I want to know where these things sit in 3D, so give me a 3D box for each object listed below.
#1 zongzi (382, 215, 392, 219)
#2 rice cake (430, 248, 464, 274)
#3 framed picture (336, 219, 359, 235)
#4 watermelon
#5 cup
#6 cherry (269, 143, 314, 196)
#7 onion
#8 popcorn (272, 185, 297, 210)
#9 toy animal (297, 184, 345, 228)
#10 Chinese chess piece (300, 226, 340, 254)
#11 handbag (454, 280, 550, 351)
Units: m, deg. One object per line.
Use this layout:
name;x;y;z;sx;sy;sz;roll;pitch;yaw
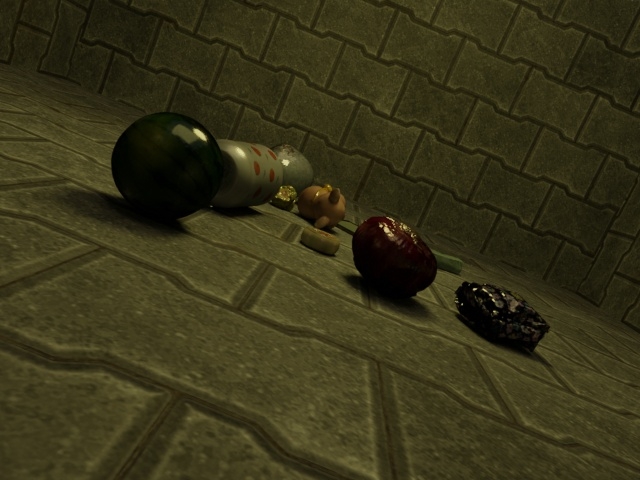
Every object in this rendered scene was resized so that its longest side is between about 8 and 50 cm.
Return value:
zongzi;0.357;-0.031;2.525;0.184;0.084;0.187;33;17;0
rice cake;0.466;0.071;2.232;0.337;0.066;0.063;17;12;-28
framed picture;0.181;-0.029;2.272;0.347;0.016;0.265;29;11;32
watermelon;-0.340;-0.166;1.194;0.243;0.242;0.242;22;10;-4
cup;-0.264;-0.208;1.657;0.213;0.212;0.317;25;10;10
cherry;-0.162;-0.306;2.373;0.296;0.218;0.254;-24;80;-48
onion;0.193;0.047;1.413;0.246;0.190;0.246;33;23;-16
popcorn;-0.149;-0.168;2.090;0.109;0.089;0.097;17;43;22
toy animal;0.004;-0.138;2.059;0.149;0.164;0.248;10;9;-33
Chinese chess piece;0.000;0.000;1.611;0.122;0.051;0.122;22;10;-4
handbag;0.485;0.195;1.455;0.208;0.126;0.228;21;18;-17
